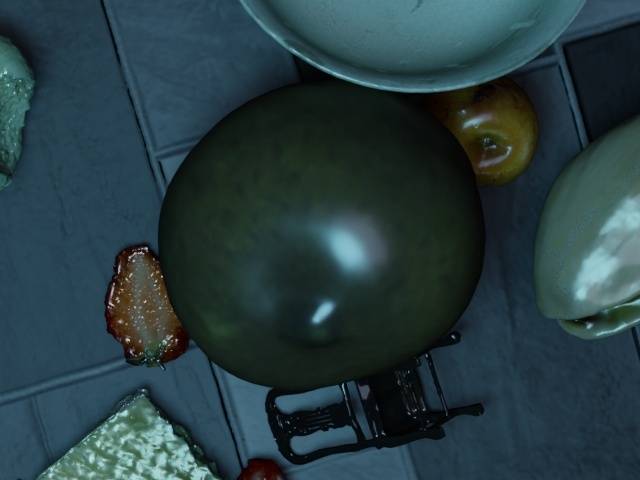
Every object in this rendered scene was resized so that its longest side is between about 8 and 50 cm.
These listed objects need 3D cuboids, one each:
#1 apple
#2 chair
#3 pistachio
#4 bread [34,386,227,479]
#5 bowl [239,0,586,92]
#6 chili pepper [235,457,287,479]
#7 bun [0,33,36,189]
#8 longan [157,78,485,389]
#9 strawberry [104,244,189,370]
[{"bbox_3d":[0.184,-0.130,1.799,0.146,0.146,0.146,0,93,-3],"label":"apple"},{"bbox_3d":[0.060,0.190,1.840,0.229,0.113,0.106,-14,95,35],"label":"chair"},{"bbox_3d":[0.371,-0.025,1.779,0.332,0.226,0.208,-42,135,-6],"label":"pistachio"},{"bbox_3d":[-0.225,0.259,1.824,0.232,0.064,0.172,1,85,1],"label":"bread"},{"bbox_3d":[0.082,-0.337,1.727,0.435,0.196,0.435,2,76,-8],"label":"bowl"},{"bbox_3d":[-0.078,0.387,1.834,0.144,0.136,0.252,-15,82,40],"label":"chili pepper"},{"bbox_3d":[-0.407,-0.133,1.765,0.212,0.126,0.204,-44,69,-6],"label":"bun"},{"bbox_3d":[0.000,0.000,1.691,0.361,0.361,0.361,0,93,-3],"label":"longan"},{"bbox_3d":[-0.203,0.081,1.831,0.104,0.048,0.152,-9,80,4],"label":"strawberry"}]
